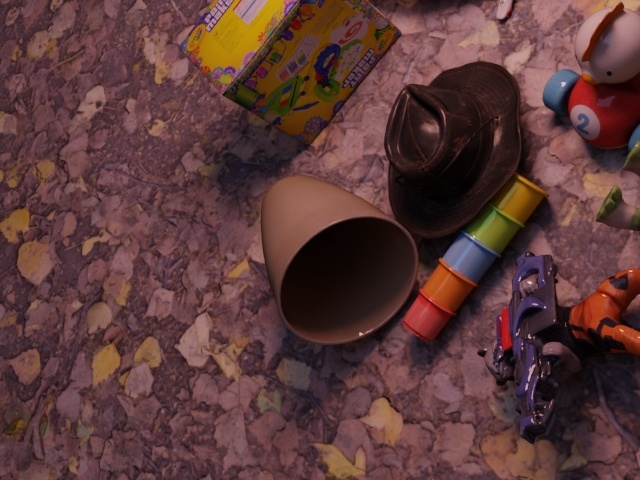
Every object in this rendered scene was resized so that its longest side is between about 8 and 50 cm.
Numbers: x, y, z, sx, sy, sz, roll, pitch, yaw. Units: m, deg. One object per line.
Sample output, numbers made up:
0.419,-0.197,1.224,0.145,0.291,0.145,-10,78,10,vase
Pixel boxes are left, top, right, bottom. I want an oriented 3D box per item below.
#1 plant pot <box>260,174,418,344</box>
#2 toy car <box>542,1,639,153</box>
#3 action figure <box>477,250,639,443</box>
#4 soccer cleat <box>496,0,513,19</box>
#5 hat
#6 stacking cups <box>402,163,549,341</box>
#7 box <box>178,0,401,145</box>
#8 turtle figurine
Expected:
0.000,0.000,1.751,0.256,0.256,0.274,-49,38,12,plant pot
0.441,-0.265,1.510,0.219,0.238,0.210,40,99,37,toy car
0.385,0.169,1.453,0.330,0.178,0.341,-17,41,35,action figure
0.333,-0.435,1.768,0.029,0.035,0.083,26,90,37,soccer cleat
0.185,-0.177,1.669,0.331,0.134,0.331,-32,46,40,hat
0.254,0.030,1.648,0.096,0.096,0.316,40,104,37,stacking cups
-0.053,-0.378,1.865,0.290,0.279,0.177,-49,54,11,box
0.523,-0.032,1.317,0.266,0.274,0.198,28,114,10,turtle figurine
